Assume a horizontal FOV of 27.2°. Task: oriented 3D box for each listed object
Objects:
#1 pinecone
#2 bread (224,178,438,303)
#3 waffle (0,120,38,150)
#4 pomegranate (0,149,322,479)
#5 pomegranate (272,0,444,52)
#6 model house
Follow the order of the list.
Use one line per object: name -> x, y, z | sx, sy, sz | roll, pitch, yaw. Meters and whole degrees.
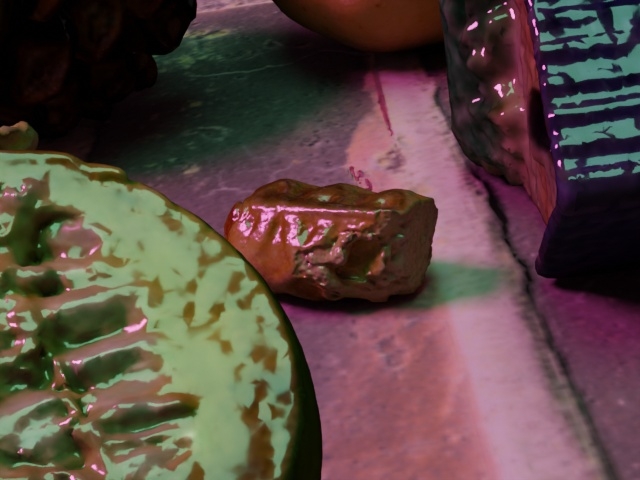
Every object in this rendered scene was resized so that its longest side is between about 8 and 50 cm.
pinecone -> -0.226, -0.189, 0.940 | 0.296, 0.242, 0.298 | -17, 24, -38
bread -> 0.000, 0.000, 0.688 | 0.110, 0.060, 0.066 | 6, 60, 27
waffle -> -0.251, 0.015, 0.696 | 0.223, 0.054, 0.204 | -14, 46, 3
pomegranate -> -0.083, 0.101, 0.412 | 0.190, 0.159, 0.241 | -32, 62, -26
pomegranate -> 0.050, -0.291, 1.011 | 0.307, 0.307, 0.307 | -7, 26, 3
model house -> 0.187, -0.142, 0.642 | 0.245, 0.312, 0.280 | -5, 24, 1
